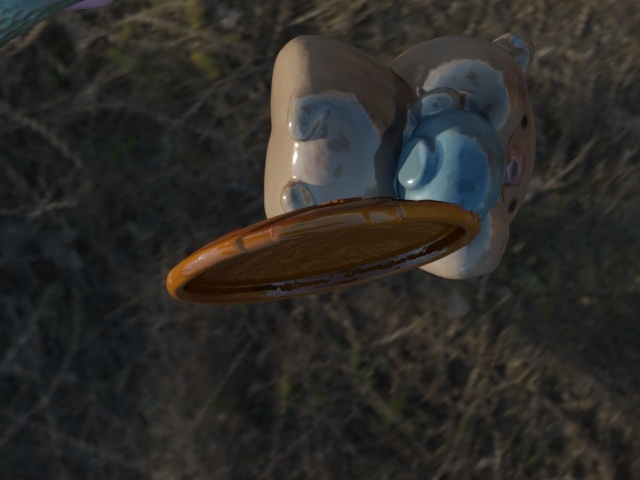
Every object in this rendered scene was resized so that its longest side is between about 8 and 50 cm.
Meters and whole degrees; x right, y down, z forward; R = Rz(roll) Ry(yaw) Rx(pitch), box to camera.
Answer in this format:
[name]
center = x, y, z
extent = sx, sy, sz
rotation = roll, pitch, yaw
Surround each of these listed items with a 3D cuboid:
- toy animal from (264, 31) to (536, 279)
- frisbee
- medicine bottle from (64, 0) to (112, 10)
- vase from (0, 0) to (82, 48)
[toy animal]
center = 0.061, -0.072, 1.563
extent = 0.221, 0.229, 0.210
rotation = 10, 104, 14
[frisbee]
center = 0.000, 0.000, 1.128
extent = 0.192, 0.192, 0.035
rotation = -19, 77, 34
[medicine bottle]
center = -0.351, -0.295, 1.704
extent = 0.202, 0.316, 0.202
rotation = 172, 90, -73
[vase]
center = -0.236, -0.208, 1.565
extent = 0.149, 0.081, 0.081
rotation = -26, 96, -6
